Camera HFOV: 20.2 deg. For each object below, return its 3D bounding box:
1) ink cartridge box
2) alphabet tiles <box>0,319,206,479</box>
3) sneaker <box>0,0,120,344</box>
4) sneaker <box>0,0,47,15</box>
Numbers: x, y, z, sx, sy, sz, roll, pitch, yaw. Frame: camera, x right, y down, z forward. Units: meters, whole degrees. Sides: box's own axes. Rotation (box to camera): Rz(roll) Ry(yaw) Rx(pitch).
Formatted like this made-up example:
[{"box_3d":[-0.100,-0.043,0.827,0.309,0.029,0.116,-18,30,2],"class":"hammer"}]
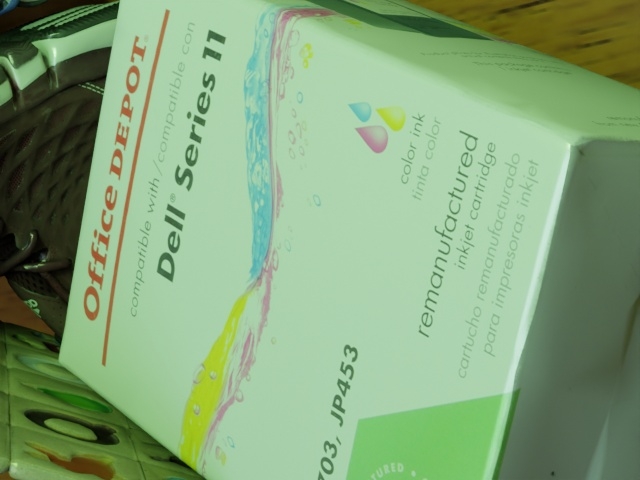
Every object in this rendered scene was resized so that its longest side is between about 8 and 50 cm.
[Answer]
[{"box_3d":[0.000,0.000,0.774,0.353,0.119,0.207,29,113,47],"class":"ink cartridge box"},{"box_3d":[-0.148,0.069,0.839,0.285,0.342,0.011,-141,69,-76],"class":"alphabet tiles"},{"box_3d":[-0.177,-0.005,0.893,0.106,0.281,0.163,9,120,57],"class":"sneaker"},{"box_3d":[-0.220,-0.147,0.891,0.127,0.315,0.182,1,145,45],"class":"sneaker"}]
